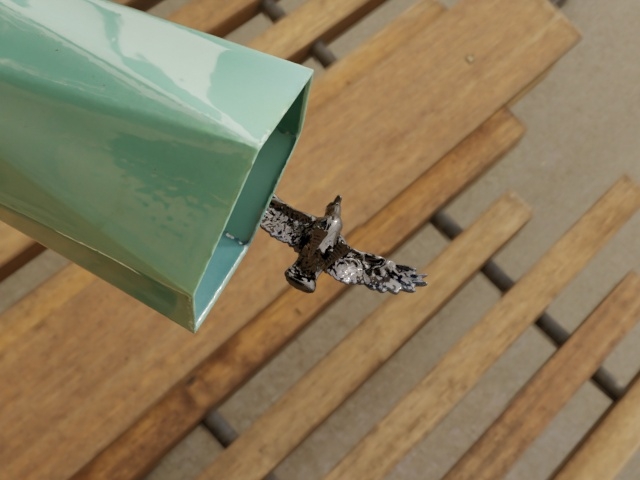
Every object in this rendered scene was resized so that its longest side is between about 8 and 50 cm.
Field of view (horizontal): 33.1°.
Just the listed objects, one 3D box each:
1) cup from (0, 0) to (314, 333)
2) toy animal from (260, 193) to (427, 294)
[{"bbox_3d":[-0.135,-0.072,0.550,0.236,0.148,0.134,28,-51,4],"label":"cup"},{"bbox_3d":[0.000,0.000,0.975,0.220,0.108,0.062,28,-66,-8],"label":"toy animal"}]
